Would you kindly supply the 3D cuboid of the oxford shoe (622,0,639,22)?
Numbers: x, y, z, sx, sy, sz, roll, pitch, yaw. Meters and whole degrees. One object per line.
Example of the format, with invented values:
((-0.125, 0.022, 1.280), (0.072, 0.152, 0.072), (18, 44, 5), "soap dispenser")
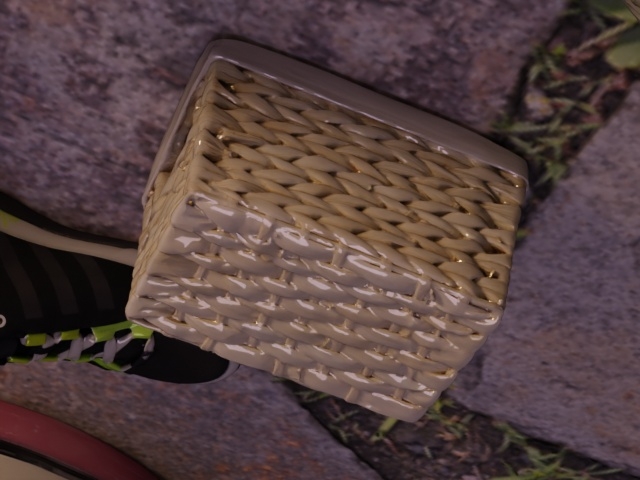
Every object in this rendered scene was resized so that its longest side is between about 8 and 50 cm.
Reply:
((0.211, -0.096, 0.531), (0.449, 0.169, 0.130), (43, 88, -20), "oxford shoe")

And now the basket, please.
((0.000, 0.000, 0.684), (0.167, 0.103, 0.113), (22, 136, -10), "basket")

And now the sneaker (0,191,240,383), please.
((-0.155, 0.042, 0.767), (0.235, 0.097, 0.084), (23, 137, -13), "sneaker")

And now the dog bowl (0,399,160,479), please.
((-0.249, 0.256, 0.981), (0.408, 0.150, 0.408), (6, 138, 6), "dog bowl")
